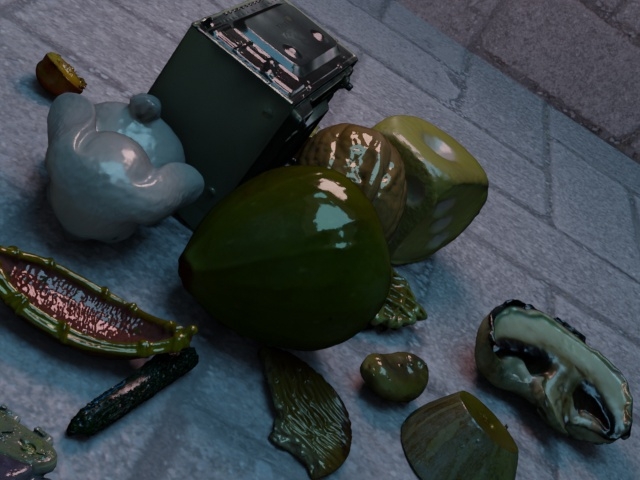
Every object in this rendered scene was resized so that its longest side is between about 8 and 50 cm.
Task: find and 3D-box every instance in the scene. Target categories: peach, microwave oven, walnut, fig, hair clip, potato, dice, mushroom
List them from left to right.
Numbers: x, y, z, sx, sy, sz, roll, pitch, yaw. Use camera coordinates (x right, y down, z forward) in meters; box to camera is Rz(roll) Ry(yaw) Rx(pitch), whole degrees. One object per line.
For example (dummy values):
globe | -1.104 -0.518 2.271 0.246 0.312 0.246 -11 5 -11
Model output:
hair clip | -0.363 0.246 1.105 0.187 0.056 0.146 38 22 10
peach | -0.473 -0.293 1.768 0.098 0.061 0.098 47 10 -11
microwave oven | -0.136 -0.239 1.780 0.247 0.333 0.394 41 29 -1
fig | -0.061 0.033 1.514 0.316 0.316 0.316 26 31 -17
walnut | 0.050 -0.090 1.790 0.225 0.225 0.260 26 56 -17
potato | 0.121 0.226 1.623 0.138 0.070 0.091 6 42 -40
dice | 0.179 -0.103 1.993 0.227 0.233 0.238 48 28 23
mushroom | 0.425 0.262 1.850 0.344 0.130 0.247 27 46 -12

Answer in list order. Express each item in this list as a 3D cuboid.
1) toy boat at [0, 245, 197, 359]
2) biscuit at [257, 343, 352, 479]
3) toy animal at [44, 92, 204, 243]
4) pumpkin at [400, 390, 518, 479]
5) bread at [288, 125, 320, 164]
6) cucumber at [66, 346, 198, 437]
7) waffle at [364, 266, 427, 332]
toy boat | -0.329 0.089 1.328 0.318 0.099 0.141 25 27 -12
biscuit | -0.032 0.247 1.472 0.228 0.031 0.176 47 30 19
toy animal | -0.326 -0.106 1.506 0.272 0.206 0.265 35 25 -7
pumpkin | 0.245 0.328 1.580 0.217 0.110 0.217 27 24 -13
bread | -0.086 -0.235 2.066 0.139 0.084 0.074 33 30 -3
cucumber | -0.246 0.197 1.307 0.043 0.044 0.257 32 29 16
waffle | 0.082 0.084 1.805 0.214 0.054 0.207 -2 48 -43
